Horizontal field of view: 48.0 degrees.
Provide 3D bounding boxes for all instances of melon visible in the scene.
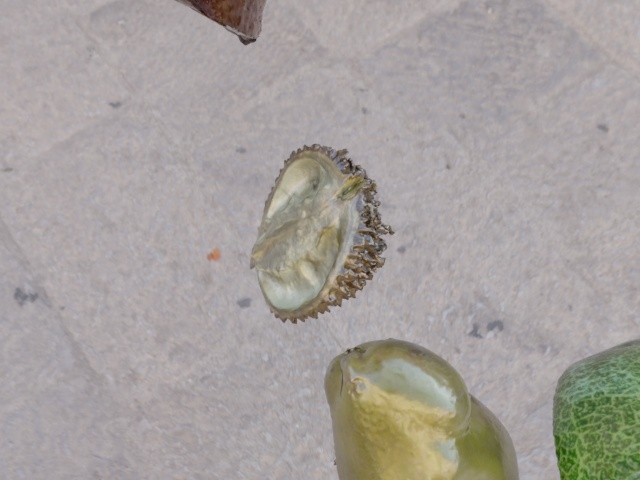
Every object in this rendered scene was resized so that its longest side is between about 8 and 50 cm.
[{"bbox_3d":[0.393,0.245,0.761,0.331,0.226,0.343,-29,55,1],"label":"melon"}]

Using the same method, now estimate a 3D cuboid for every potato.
[{"bbox_3d":[0.112,0.241,0.832,0.202,0.351,0.218,-36,30,-9],"label":"potato"}]

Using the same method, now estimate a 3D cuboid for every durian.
[{"bbox_3d":[0.000,0.000,0.639,0.091,0.188,0.148,5,70,-43],"label":"durian"}]

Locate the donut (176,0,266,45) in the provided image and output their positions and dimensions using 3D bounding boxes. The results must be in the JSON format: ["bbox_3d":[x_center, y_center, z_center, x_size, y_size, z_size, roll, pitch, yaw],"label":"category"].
[{"bbox_3d":[-0.092,-0.229,0.552,0.144,0.187,0.126,46,116,55],"label":"donut"}]
